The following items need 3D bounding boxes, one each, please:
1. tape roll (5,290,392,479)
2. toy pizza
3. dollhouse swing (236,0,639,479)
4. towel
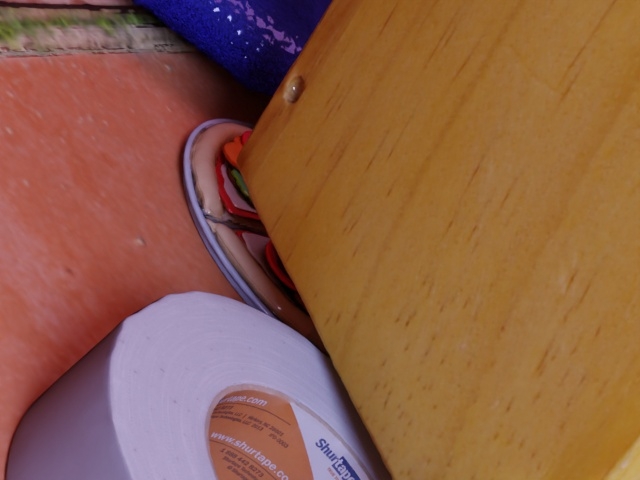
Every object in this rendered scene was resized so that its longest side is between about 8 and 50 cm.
[{"bbox_3d":[-0.029,0.130,0.768,0.219,0.072,0.219,38,27,-24],"label":"tape roll"},{"bbox_3d":[0.000,0.000,1.050,0.201,0.032,0.201,37,27,-23],"label":"toy pizza"},{"bbox_3d":[0.168,0.033,0.866,0.305,0.315,0.347,18,27,-32],"label":"dollhouse swing"},{"bbox_3d":[0.004,-0.118,1.173,0.308,0.076,0.227,38,25,-18],"label":"towel"}]
